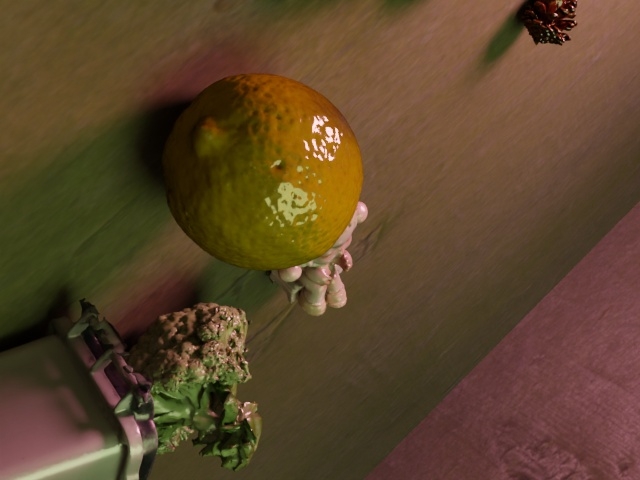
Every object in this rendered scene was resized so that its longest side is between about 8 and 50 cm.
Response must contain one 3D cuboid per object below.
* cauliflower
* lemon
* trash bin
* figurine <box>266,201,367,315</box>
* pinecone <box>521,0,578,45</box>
[{"bbox_3d":[-0.182,0.232,1.337,0.272,0.250,0.275,-46,175,-1],"label":"cauliflower"},{"bbox_3d":[-0.071,-0.083,1.106,0.267,0.267,0.267,-36,151,-24],"label":"lemon"},{"bbox_3d":[-0.405,0.262,1.083,0.367,0.256,0.296,-12,138,-38],"label":"trash bin"},{"bbox_3d":[-0.001,-0.008,1.441,0.181,0.145,0.257,-12,143,-20],"label":"figurine"},{"bbox_3d":[0.407,-0.403,1.571,0.102,0.102,0.109,38,60,-63],"label":"pinecone"}]
